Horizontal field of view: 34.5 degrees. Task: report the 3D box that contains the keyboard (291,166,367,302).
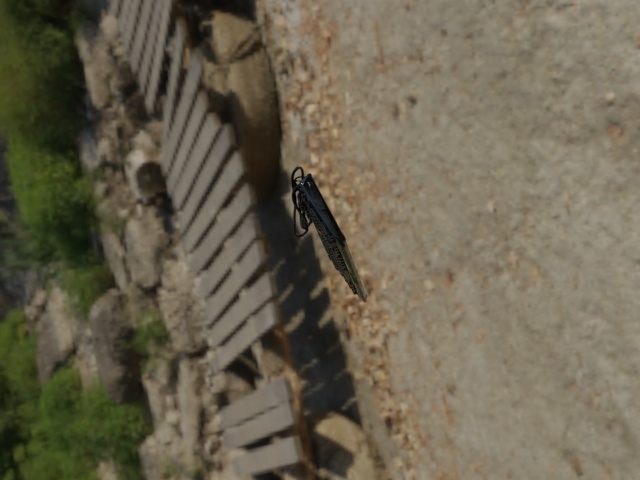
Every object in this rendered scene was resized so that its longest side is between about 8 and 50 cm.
[{"bbox_3d":[0.000,0.000,0.965,0.100,0.038,0.192,62,178,22],"label":"keyboard"}]
